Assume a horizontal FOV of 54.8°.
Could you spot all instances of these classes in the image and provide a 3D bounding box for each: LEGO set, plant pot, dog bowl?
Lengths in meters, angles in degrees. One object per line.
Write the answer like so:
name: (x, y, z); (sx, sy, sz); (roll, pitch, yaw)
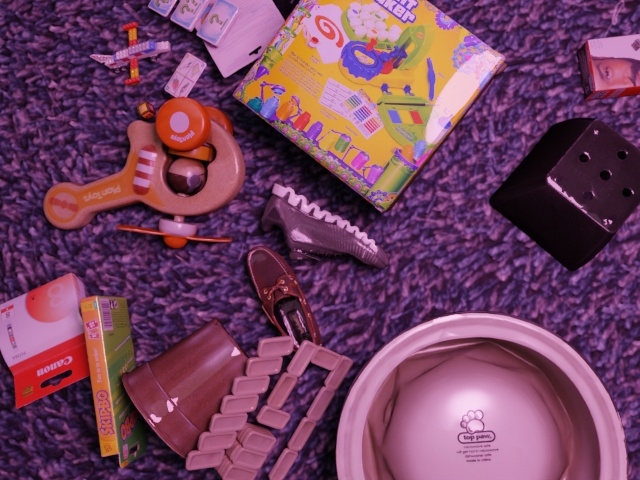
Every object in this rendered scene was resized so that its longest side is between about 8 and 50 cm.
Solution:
LEGO set: (-0.272, -0.334, 1.049); (0.183, 0.060, 0.244); (35, 95, 22)
plant pot: (0.413, -0.086, 0.971); (0.188, 0.167, 0.187); (41, 85, 7)
dog bowl: (0.228, 0.312, 0.932); (0.409, 0.150, 0.407); (-1, 82, 4)
plant pot: (-0.190, 0.218, 0.963); (0.165, 0.167, 0.167); (-40, 84, -11)

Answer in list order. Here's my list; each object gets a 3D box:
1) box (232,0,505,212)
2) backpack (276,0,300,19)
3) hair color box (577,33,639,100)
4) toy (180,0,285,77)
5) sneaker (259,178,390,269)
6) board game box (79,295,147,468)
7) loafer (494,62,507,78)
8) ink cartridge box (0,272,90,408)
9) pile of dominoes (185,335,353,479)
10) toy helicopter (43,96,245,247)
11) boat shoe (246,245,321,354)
box: (0.076, -0.240, 0.968); (0.290, 0.177, 0.279); (39, 99, 5)
backpack: (-0.016, -0.447, 1.040); (0.120, 0.101, 0.097); (-14, 113, 33)
hair color box: (0.535, -0.298, 1.049); (0.168, 0.053, 0.092); (-7, 84, 2)
toy: (-0.156, -0.403, 1.079); (0.137, 0.056, 0.237); (-32, 78, 6)
sneaker: (0.000, 0.000, 1.020); (0.234, 0.078, 0.106); (31, 88, 9)
board game box: (-0.323, 0.218, 0.976); (0.039, 0.124, 0.259); (-13, 83, 1)
loafer: (0.245, -0.283, 1.054); (0.148, 0.056, 0.050); (-21, 89, -1)
ink cartridge box: (-0.445, 0.157, 0.993); (0.146, 0.045, 0.179); (-25, 54, -1)
pile of dominoes: (-0.082, 0.259, 0.961); (0.196, 0.040, 0.251); (33, 87, -39)
toy helicopter: (-0.293, -0.079, 1.030); (0.356, 0.140, 0.234); (-16, 92, 10)
boat shoe: (-0.059, 0.097, 1.010); (0.073, 0.073, 0.206); (-32, 82, -1)
